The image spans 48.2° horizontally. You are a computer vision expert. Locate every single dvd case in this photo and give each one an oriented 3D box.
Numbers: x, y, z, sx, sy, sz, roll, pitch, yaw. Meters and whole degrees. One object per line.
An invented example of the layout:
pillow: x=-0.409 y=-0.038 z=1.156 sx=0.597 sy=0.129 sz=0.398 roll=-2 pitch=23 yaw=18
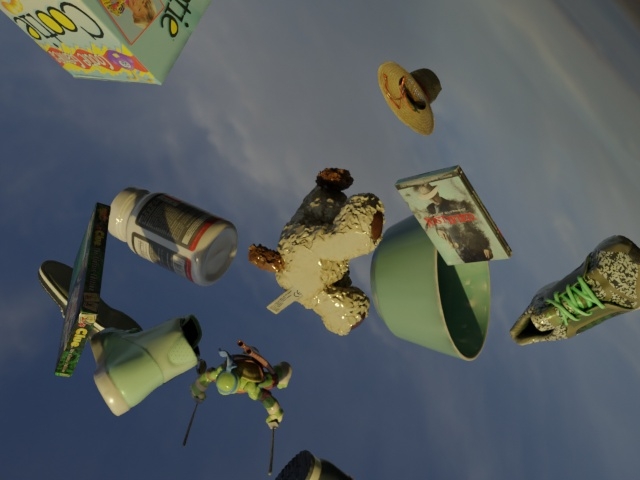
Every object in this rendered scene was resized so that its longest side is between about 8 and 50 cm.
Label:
dvd case: x=0.142 y=-0.024 z=0.767 sx=0.013 sy=0.087 sz=0.119 roll=-49 pitch=-65 yaw=-33

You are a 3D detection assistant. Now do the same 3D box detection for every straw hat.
straw hat: x=0.157 y=-0.242 z=1.141 sx=0.144 sy=0.061 sz=0.144 roll=52 pitch=167 yaw=16

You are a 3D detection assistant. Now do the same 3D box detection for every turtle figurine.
turtle figurine: x=-0.180 y=0.352 z=1.600 sx=0.266 sy=0.197 sz=0.275 roll=-17 pitch=-85 yaw=-72

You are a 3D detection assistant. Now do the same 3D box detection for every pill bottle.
pill bottle: x=-0.444 y=-0.024 z=2.136 sx=0.363 sy=0.210 sz=0.210 roll=24 pitch=-162 yaw=21

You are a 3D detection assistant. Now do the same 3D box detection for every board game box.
board game box: x=-0.236 y=-0.281 z=0.625 sx=0.275 sy=0.142 sz=0.144 roll=47 pitch=-118 yaw=-49
board game box: x=-0.364 y=0.069 z=1.103 sx=0.030 sy=0.136 sz=0.260 roll=15 pitch=-146 yaw=-22

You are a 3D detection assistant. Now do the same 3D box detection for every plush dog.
plush dog: x=0.000 y=0.000 z=1.232 sx=0.210 sy=0.262 sz=0.225 roll=10 pitch=-151 yaw=5

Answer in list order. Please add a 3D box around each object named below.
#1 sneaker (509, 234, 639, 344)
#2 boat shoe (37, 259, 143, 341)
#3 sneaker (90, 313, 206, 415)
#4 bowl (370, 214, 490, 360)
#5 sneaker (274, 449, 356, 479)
sneaker: x=0.536 y=0.138 z=1.505 sx=0.182 sy=0.410 sz=0.158 roll=-27 pitch=-108 yaw=-26
boat shoe: x=-0.562 y=0.175 z=1.705 sx=0.302 sy=0.091 sz=0.114 roll=45 pitch=-154 yaw=-8
sneaker: x=-0.241 y=0.157 z=1.022 sx=0.094 sy=0.151 sz=0.256 roll=65 pitch=166 yaw=-15
bowl: x=0.204 y=0.074 z=1.372 sx=0.311 sy=0.163 sz=0.312 roll=16 pitch=-108 yaw=-60
sneaker: x=-0.051 y=0.478 z=1.196 sx=0.131 sy=0.319 sz=0.112 roll=29 pitch=-144 yaw=-15
